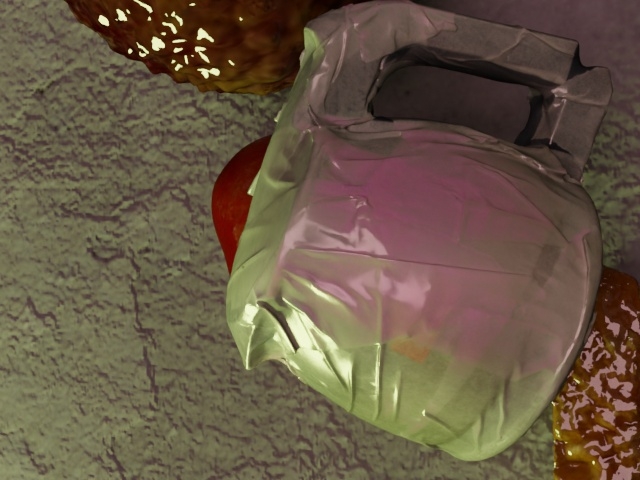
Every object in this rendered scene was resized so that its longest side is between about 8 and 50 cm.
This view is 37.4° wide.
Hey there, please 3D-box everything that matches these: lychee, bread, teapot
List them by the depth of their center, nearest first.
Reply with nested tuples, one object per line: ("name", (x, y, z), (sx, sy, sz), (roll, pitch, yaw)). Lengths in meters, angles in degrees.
("teapot", (0.050, -0.008, 0.486), (0.178, 0.163, 0.221), (21, 114, -14))
("bread", (0.164, 0.103, 0.548), (0.065, 0.103, 0.187), (-4, 84, 22))
("lychee", (-0.052, -0.206, 0.568), (0.260, 0.260, 0.260), (-1, 87, 22))

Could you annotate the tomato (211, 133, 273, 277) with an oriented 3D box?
("tomato", (0.003, -0.008, 0.631), (0.174, 0.082, 0.166), (-22, 79, 22))
